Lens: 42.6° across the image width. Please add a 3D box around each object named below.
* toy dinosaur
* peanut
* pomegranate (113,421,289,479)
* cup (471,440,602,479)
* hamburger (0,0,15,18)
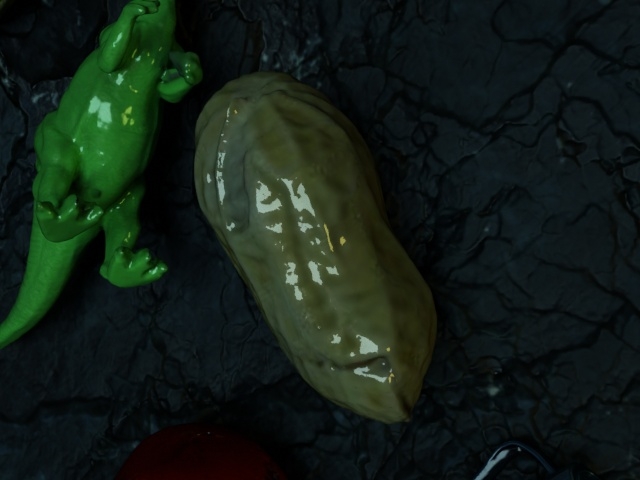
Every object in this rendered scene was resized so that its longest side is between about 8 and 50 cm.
[{"bbox_3d":[-0.269,-0.113,0.878,0.500,0.144,0.374,-26,57,44],"label":"toy dinosaur"},{"bbox_3d":[-0.002,0.001,0.737,0.174,0.158,0.340,-29,86,51],"label":"peanut"},{"bbox_3d":[-0.122,0.289,0.798,0.210,0.210,0.235,43,137,14],"label":"pomegranate"},{"bbox_3d":[0.184,0.257,0.703,0.138,0.113,0.150,-42,80,19],"label":"cup"},{"bbox_3d":[-0.400,-0.343,0.907,0.183,0.130,0.206,-32,95,38],"label":"hamburger"}]
